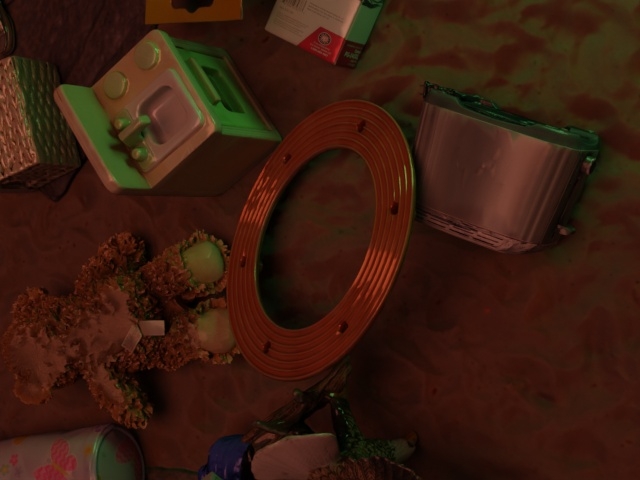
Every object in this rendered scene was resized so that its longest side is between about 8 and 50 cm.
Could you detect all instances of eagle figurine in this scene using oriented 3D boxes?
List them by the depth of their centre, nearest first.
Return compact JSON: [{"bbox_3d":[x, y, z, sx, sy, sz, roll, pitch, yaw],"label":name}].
[{"bbox_3d":[0.066,0.286,1.418,0.225,0.226,0.298,-32,81,-17],"label":"eagle figurine"}]

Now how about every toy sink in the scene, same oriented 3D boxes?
[{"bbox_3d":[-0.175,-0.151,1.516,0.131,0.234,0.153,-39,73,23],"label":"toy sink"}]

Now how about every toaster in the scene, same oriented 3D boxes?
[{"bbox_3d":[0.183,-0.077,1.393,0.227,0.129,0.146,22,103,26],"label":"toaster"}]

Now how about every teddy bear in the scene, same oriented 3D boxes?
[{"bbox_3d":[-0.244,0.109,1.641,0.338,0.113,0.245,-35,82,15],"label":"teddy bear"}]

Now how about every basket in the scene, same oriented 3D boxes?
[{"bbox_3d":[-0.406,-0.157,1.703,0.103,0.113,0.167,-19,82,24],"label":"basket"}]

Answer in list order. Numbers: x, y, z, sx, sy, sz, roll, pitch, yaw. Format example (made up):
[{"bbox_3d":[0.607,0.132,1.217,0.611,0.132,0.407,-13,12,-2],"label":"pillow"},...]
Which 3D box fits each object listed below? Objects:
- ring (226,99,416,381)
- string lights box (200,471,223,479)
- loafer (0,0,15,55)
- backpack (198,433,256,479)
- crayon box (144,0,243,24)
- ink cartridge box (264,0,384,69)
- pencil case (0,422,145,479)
[{"bbox_3d":[0.000,0.000,1.461,0.336,0.032,0.337,-28,53,43],"label":"ring"},{"bbox_3d":[-0.060,0.398,1.453,0.076,0.133,0.259,-40,109,21],"label":"string lights box"},{"bbox_3d":[-0.463,-0.319,1.769,0.045,0.039,0.125,-20,82,25],"label":"loafer"},{"bbox_3d":[-0.101,0.298,1.562,0.101,0.098,0.120,4,93,31],"label":"backpack"},{"bbox_3d":[-0.119,-0.418,1.535,0.202,0.081,0.319,9,95,47],"label":"crayon box"},{"bbox_3d":[0.017,-0.296,1.510,0.109,0.063,0.150,31,104,24],"label":"ink cartridge box"},{"bbox_3d":[-0.369,0.317,1.690,0.273,0.113,0.124,-13,79,26],"label":"pencil case"}]
